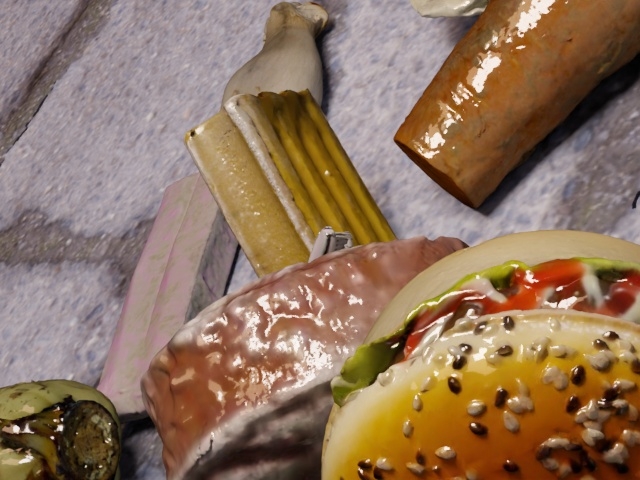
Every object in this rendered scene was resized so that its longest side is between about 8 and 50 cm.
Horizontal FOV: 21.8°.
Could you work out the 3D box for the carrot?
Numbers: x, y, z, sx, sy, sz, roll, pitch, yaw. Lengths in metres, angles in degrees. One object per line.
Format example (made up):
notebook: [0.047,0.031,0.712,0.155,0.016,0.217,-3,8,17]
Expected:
carrot: [0.193,-0.170,1.431,0.302,0.139,0.139,-45,34,0]

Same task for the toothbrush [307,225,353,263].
toothbrush: [-0.030,0.104,1.340,0.024,0.026,0.288,-106,31,-51]

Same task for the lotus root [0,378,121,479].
lotus root: [-0.303,0.212,1.528,0.309,0.173,0.173,-14,44,37]

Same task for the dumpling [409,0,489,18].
dumpling: [0.170,-0.307,1.596,0.250,0.132,0.162,-50,38,-7]

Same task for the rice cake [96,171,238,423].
rice cake: [-0.138,0.048,1.621,0.106,0.050,0.298,-17,43,34]

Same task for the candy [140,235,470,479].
candy: [0.011,0.100,1.231,0.289,0.214,0.157,-22,63,-6]

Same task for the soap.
soap: [0.000,0.000,1.405,0.080,0.258,0.160,-32,-7,24]

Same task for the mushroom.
mushroom: [-0.045,-0.173,1.718,0.116,0.093,0.225,-22,40,39]

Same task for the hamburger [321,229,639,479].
hamburger: [0.139,0.136,1.024,0.300,0.300,0.176,-30,25,22]
